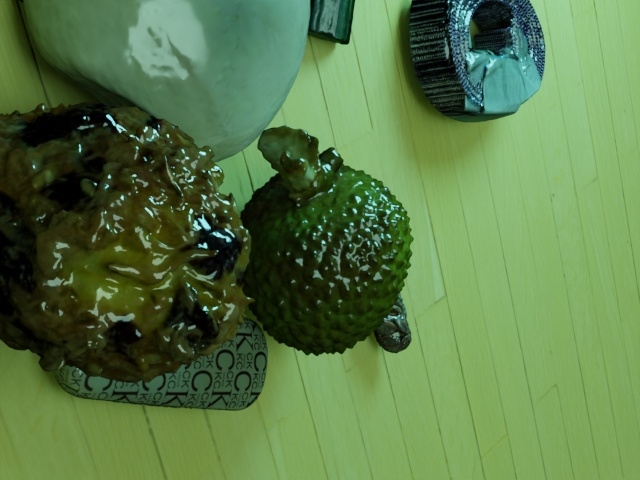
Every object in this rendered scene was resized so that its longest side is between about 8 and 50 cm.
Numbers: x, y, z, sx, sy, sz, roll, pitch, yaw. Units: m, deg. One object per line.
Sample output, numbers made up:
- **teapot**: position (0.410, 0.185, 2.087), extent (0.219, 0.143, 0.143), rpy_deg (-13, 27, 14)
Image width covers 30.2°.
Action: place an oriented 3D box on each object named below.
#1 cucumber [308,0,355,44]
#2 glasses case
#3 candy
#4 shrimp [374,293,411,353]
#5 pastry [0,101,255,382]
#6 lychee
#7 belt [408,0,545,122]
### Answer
- **cucumber**: position (0.016, -0.365, 1.824), extent (0.116, 0.062, 0.115), rpy_deg (11, 88, -47)
- **glasses case**: position (-0.204, 0.153, 1.583), extent (0.355, 0.085, 0.137), rpy_deg (14, 79, -47)
- **candy**: position (-0.159, -0.316, 1.528), extent (0.386, 0.186, 0.427), rpy_deg (51, 52, -29)
- **shrimp**: position (0.108, 0.096, 1.955), extent (0.073, 0.075, 0.190), rpy_deg (-17, 96, -14)
- **pastry**: position (-0.263, -0.013, 1.312), extent (0.337, 0.405, 0.292), rpy_deg (5, 111, -19)
- **lychee**: position (0.000, 0.010, 1.687), extent (0.270, 0.270, 0.320), rpy_deg (-16, 137, -47)
- **belt**: position (0.278, -0.341, 2.083), extent (0.325, 0.122, 0.260), rpy_deg (-8, 92, -51)
